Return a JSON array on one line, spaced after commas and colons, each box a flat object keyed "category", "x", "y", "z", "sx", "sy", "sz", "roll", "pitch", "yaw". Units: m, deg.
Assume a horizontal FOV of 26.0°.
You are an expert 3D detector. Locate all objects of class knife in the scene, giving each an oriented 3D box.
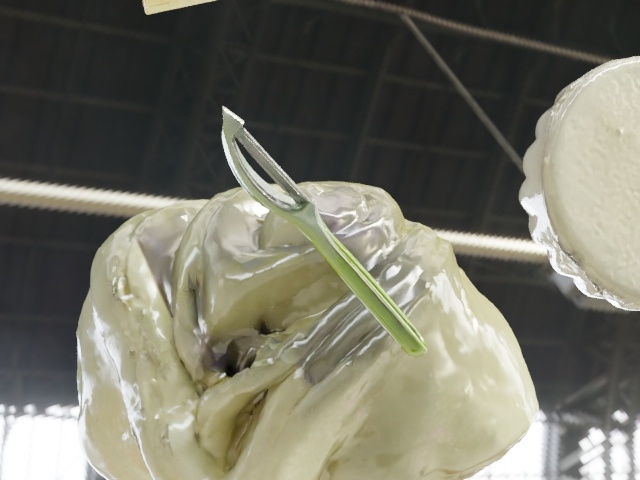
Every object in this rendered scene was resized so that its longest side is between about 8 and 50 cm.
[{"category": "knife", "x": 0.000, "y": 0.000, "z": 0.746, "sx": 0.026, "sy": 0.022, "sz": 0.184, "roll": -31, "pitch": -66, "yaw": 26}]

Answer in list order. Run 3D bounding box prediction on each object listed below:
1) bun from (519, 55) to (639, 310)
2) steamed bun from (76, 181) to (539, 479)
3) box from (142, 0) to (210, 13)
[{"category": "bun", "x": 0.309, "y": -0.049, "z": 1.435, "sx": 0.263, "sy": 0.263, "sz": 0.175, "roll": -11, "pitch": -3, "yaw": -19}, {"category": "steamed bun", "x": -0.022, "y": 0.075, "z": 1.106, "sx": 0.339, "sy": 0.352, "sz": 0.247, "roll": -27, "pitch": -39, "yaw": -28}, {"category": "box", "x": -0.126, "y": -0.251, "z": 1.310, "sx": 0.093, "sy": 0.015, "sz": 0.058, "roll": -15, "pitch": -68, "yaw": -14}]
